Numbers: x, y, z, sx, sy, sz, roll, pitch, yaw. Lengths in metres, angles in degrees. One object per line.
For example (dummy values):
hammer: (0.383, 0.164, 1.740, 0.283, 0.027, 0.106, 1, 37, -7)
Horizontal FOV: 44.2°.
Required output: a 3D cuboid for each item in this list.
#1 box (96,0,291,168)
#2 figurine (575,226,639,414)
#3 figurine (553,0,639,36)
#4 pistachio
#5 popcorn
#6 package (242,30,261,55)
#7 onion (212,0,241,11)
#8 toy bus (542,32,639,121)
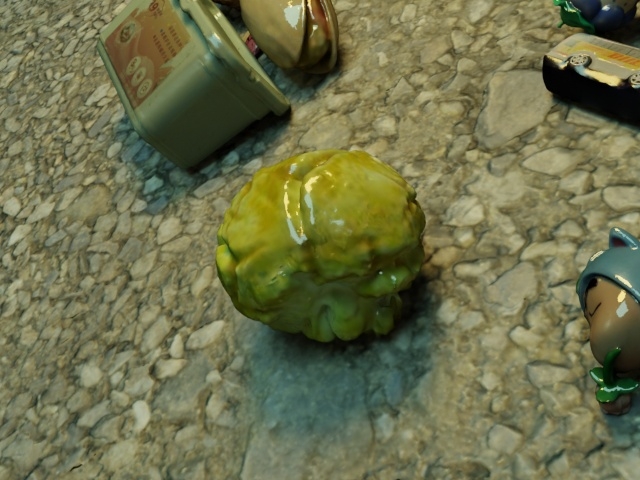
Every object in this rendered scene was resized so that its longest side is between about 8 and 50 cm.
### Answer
box: (-0.203, -0.255, 1.159, 0.182, 0.175, 0.312, -40, 49, 9)
figurine: (0.283, 0.080, 0.647, 0.178, 0.114, 0.144, 32, 75, 34)
figurine: (0.349, -0.297, 0.884, 0.195, 0.111, 0.102, -29, 50, 51)
pistachio: (-0.045, -0.334, 1.154, 0.144, 0.144, 0.215, -32, 56, 3)
popcorn: (0.000, 0.000, 0.823, 0.221, 0.183, 0.204, -9, 44, 25)
package: (-0.099, -0.324, 1.256, 0.083, 0.029, 0.059, -48, 52, 2)
onion: (-0.111, -0.450, 1.313, 0.206, 0.098, 0.151, 18, 90, 32)
toy bus: (0.330, -0.177, 0.864, 0.072, 0.057, 0.172, -42, 45, -15)
